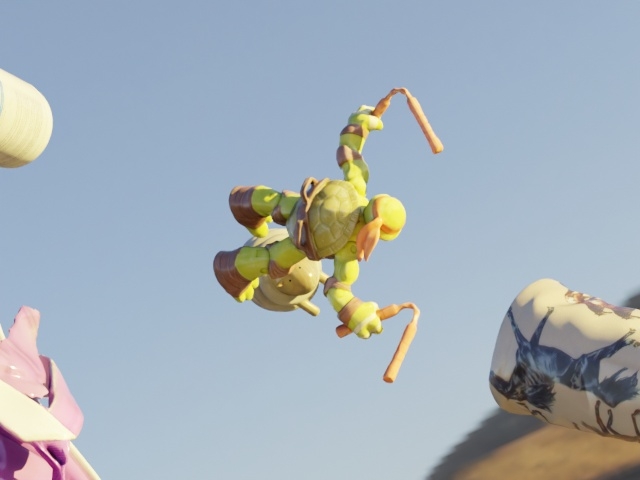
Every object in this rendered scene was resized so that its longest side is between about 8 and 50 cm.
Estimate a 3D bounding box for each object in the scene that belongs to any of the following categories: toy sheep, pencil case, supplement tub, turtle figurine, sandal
[{"bbox_3d":[-0.040,0.030,1.791,0.091,0.091,0.132,-18,13,-23],"label":"toy sheep"},{"bbox_3d":[0.375,0.149,1.983,0.410,0.160,0.183,12,15,41],"label":"pencil case"},{"bbox_3d":[-0.250,-0.095,1.347,0.071,0.071,0.107,-26,-15,10],"label":"supplement tub"},{"bbox_3d":[0.000,0.000,1.640,0.217,0.269,0.087,-11,-18,41],"label":"turtle figurine"},{"bbox_3d":[-0.218,0.073,1.099,0.169,0.416,0.102,12,-65,-41],"label":"sandal"}]
